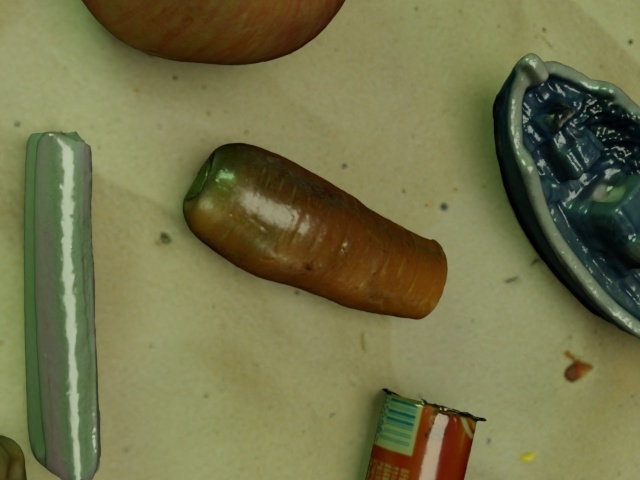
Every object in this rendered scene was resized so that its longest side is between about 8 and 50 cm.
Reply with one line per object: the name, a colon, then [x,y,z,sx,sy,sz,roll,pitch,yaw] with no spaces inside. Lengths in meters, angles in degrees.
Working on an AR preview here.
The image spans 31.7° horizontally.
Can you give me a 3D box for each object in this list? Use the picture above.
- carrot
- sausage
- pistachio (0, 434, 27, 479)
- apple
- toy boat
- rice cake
carrot: [0.000,0.000,0.780,0.193,0.087,0.087,26,79,-21]
sausage: [0.050,0.242,0.807,0.083,0.083,0.264,15,85,-23]
pistachio: [-0.236,0.178,0.667,0.149,0.113,0.113,-32,102,-15]
apple: [-0.066,-0.211,0.711,0.209,0.164,0.209,-4,97,-34]
toy boat: [0.236,-0.018,0.852,0.129,0.142,0.309,-45,107,-15]
rice cake: [-0.163,0.038,0.710,0.042,0.080,0.222,0,89,-21]
